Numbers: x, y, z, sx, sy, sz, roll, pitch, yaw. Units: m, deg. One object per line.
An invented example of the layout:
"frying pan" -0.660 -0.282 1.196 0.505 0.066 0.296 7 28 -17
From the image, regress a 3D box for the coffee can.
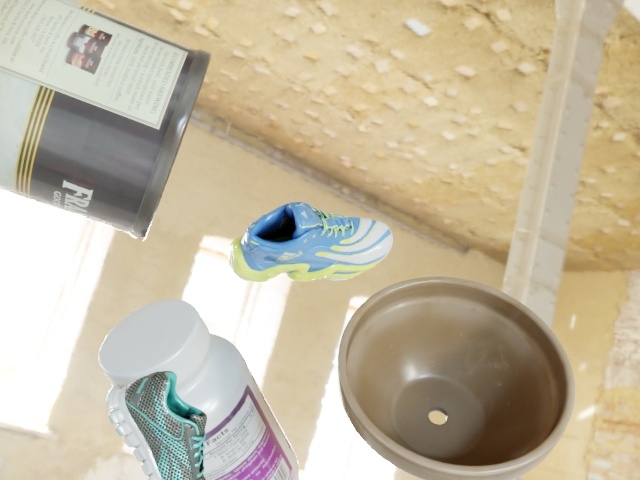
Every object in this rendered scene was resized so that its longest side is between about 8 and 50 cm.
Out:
"coffee can" -0.269 -0.139 0.715 0.276 0.201 0.201 20 -16 -13

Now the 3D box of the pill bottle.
"pill bottle" -0.151 0.224 0.921 0.169 0.169 0.301 4 -49 35

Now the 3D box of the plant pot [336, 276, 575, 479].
"plant pot" 0.133 0.160 0.771 0.238 0.237 0.109 13 -44 9

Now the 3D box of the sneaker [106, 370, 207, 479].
"sneaker" -0.138 0.201 0.723 0.166 0.076 0.065 58 7 -6

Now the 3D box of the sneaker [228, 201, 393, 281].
"sneaker" 0.000 0.000 0.987 0.240 0.091 0.126 -12 -20 -19
